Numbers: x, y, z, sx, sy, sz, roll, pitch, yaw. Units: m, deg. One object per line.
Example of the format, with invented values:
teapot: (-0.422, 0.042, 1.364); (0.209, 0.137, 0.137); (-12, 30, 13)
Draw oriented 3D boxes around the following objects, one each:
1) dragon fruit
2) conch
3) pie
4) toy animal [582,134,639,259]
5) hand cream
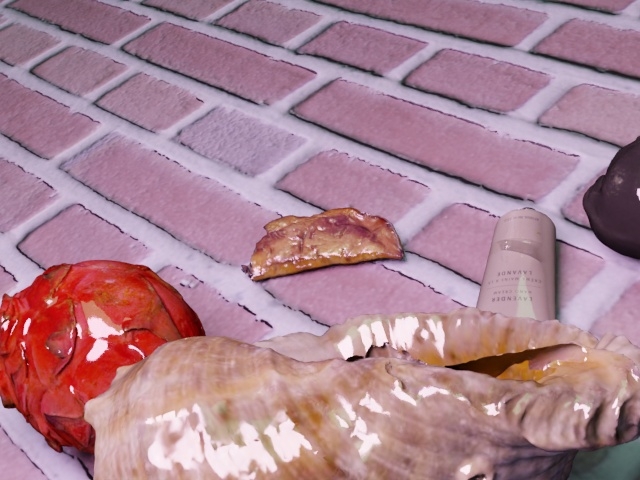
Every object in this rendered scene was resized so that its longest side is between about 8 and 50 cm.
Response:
dragon fruit: (-0.185, 0.100, 0.738); (0.209, 0.172, 0.172); (21, 46, 0)
conch: (0.031, 0.148, 0.569); (0.352, 0.210, 0.297); (1, 17, 18)
pie: (0.000, 0.000, 0.891); (0.170, 0.034, 0.092); (-10, 43, 10)
toy animal: (0.371, 0.008, 0.690); (0.168, 0.106, 0.343); (-29, 44, -16)
hand cream: (0.175, 0.044, 0.766); (0.087, 0.054, 0.186); (-3, 47, 24)
